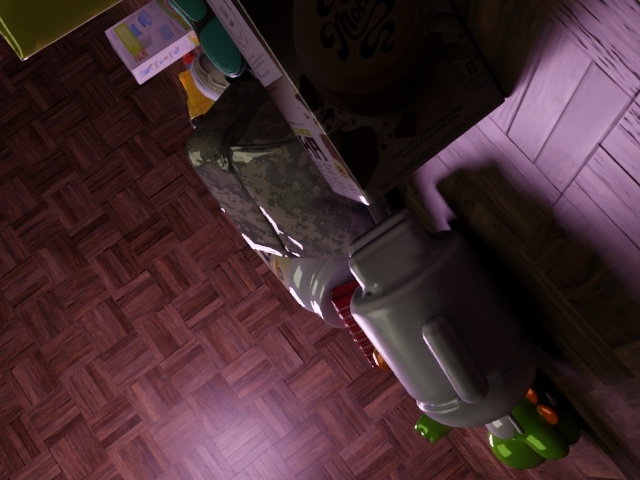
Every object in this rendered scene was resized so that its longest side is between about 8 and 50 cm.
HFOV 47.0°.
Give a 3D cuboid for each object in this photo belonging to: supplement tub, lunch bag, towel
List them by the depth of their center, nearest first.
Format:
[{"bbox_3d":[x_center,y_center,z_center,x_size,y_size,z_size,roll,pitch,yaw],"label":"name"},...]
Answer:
[{"bbox_3d":[-0.029,-0.113,1.238,0.255,0.213,0.305,11,145,37],"label":"lunch bag"},{"bbox_3d":[0.148,0.139,1.414,0.275,0.198,0.031,61,-172,-48],"label":"towel"},{"bbox_3d":[0.000,0.000,1.494,0.325,0.235,0.235,46,170,41],"label":"supplement tub"}]

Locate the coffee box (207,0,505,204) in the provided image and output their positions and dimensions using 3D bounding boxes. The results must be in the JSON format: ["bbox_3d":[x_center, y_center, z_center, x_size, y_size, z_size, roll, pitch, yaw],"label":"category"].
[{"bbox_3d":[0.014,-0.205,0.684,0.297,0.168,0.119,54,173,-17],"label":"coffee box"}]

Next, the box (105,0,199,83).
[{"bbox_3d":[-0.373,-0.475,1.701,0.114,0.203,0.103,54,172,3],"label":"box"}]

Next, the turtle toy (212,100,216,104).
[{"bbox_3d":[-0.198,-0.326,1.708,0.095,0.066,0.130,51,-155,18],"label":"turtle toy"}]

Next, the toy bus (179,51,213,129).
[{"bbox_3d":[-0.289,-0.384,1.919,0.220,0.149,0.212,78,167,-80],"label":"toy bus"}]

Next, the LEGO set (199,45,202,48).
[{"bbox_3d":[-0.291,-0.487,1.842,0.054,0.023,0.083,55,173,-15],"label":"LEGO set"}]

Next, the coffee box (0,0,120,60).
[{"bbox_3d":[-0.567,-0.628,1.501,0.338,0.337,0.334,59,179,-32],"label":"coffee box"}]

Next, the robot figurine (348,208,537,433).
[{"bbox_3d":[0.182,0.127,1.083,0.354,0.199,0.300,54,-167,-9],"label":"robot figurine"}]

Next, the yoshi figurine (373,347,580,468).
[{"bbox_3d":[0.273,0.275,1.293,0.362,0.204,0.203,35,-175,32],"label":"yoshi figurine"}]

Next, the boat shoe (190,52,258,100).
[{"bbox_3d":[-0.182,-0.347,1.601,0.302,0.109,0.094,39,150,32],"label":"boat shoe"}]

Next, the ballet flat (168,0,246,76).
[{"bbox_3d":[-0.218,-0.435,1.479,0.247,0.083,0.087,53,-163,2],"label":"ballet flat"}]
